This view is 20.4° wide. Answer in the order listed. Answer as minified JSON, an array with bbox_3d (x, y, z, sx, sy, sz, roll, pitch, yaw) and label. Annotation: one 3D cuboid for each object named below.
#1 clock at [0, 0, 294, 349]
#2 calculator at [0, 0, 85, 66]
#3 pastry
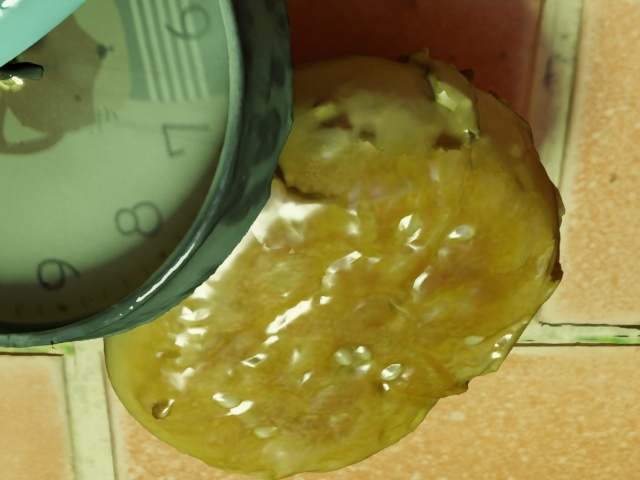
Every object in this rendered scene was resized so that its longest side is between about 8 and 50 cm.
[{"bbox_3d":[-0.173,-0.097,1.009,0.325,0.067,0.325,3,98,20],"label":"clock"},{"bbox_3d":[-0.251,-0.198,0.962,0.386,0.054,0.256,-29,87,26],"label":"calculator"},{"bbox_3d":[0.000,0.000,1.146,0.284,0.184,0.315,29,117,-34],"label":"pastry"}]
